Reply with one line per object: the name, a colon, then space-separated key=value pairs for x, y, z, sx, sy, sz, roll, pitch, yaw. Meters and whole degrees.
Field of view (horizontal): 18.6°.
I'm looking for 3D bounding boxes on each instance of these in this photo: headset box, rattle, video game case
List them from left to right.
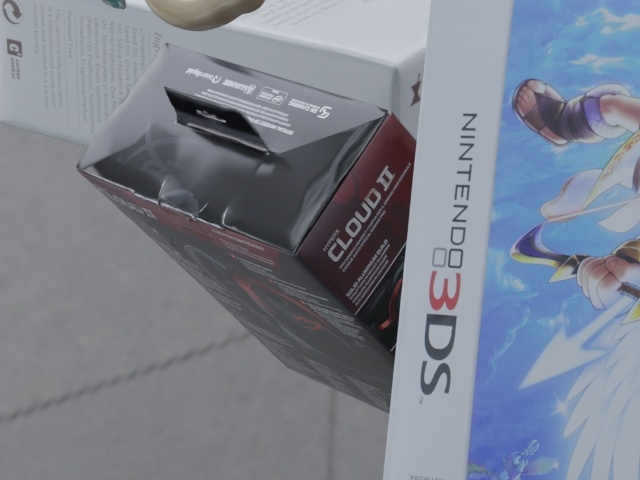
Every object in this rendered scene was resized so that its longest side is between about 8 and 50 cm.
rattle: x=-0.134 y=-0.214 z=1.380 sx=0.199 sy=0.130 sz=0.142 roll=14 pitch=19 yaw=40
headset box: x=0.000 y=0.000 z=1.252 sx=0.218 sy=0.293 sz=0.110 roll=20 pitch=71 yaw=45
video game case: x=0.161 y=0.015 z=0.735 sx=0.269 sy=0.061 sz=0.244 roll=3 pitch=86 yaw=29

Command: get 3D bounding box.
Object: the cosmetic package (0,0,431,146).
cosmetic package: x=-0.067 y=-0.169 z=1.851 sx=0.453 sy=0.161 sz=0.230 roll=16 pitch=29 yaw=29
